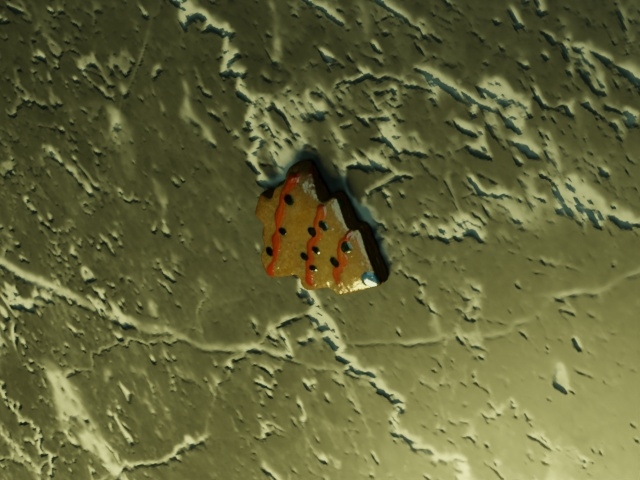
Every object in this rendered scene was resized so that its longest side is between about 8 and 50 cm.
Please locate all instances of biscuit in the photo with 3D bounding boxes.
[{"bbox_3d":[0.000,0.000,1.434,0.130,0.019,0.119,31,128,21],"label":"biscuit"}]
